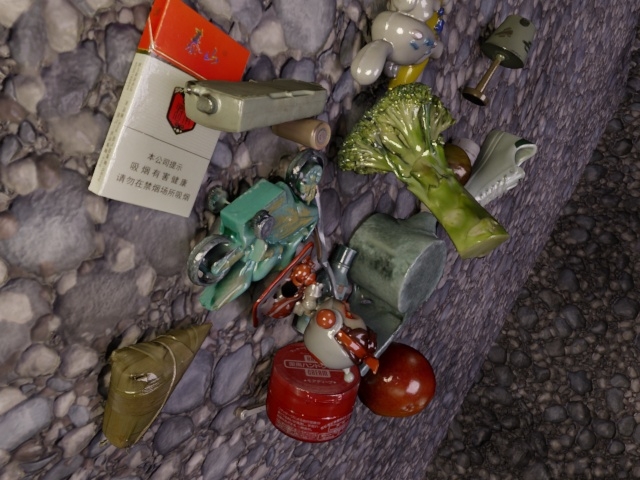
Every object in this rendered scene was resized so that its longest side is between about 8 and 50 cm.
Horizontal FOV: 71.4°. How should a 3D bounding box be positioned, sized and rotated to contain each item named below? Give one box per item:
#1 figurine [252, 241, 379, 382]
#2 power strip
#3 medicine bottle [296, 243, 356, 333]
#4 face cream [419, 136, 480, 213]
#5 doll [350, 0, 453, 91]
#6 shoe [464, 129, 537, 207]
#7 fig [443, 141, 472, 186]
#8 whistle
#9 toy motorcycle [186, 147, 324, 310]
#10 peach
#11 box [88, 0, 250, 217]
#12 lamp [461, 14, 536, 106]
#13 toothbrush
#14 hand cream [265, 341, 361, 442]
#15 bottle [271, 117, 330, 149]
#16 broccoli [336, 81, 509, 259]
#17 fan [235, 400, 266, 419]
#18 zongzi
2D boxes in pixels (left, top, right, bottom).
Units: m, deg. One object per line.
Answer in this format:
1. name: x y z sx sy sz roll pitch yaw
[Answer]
1. figurine: 0.014 0.152 0.796 0.160 0.226 0.183 -47 170 -21
2. power strip: -0.070 -0.194 0.615 0.286 0.080 0.048 -39 148 -57
3. medicine bottle: 0.018 0.111 0.975 0.090 0.053 0.208 24 90 -51
4. face cream: 0.337 -0.146 1.207 0.269 0.082 0.082 -61 145 -4
5. doll: 0.162 -0.382 0.810 0.252 0.111 0.237 -15 131 -59
6. shoe: 0.532 -0.176 1.371 0.363 0.160 0.132 -57 142 -12
7. fig: 0.238 -0.170 1.049 0.245 0.149 0.149 2 111 -26
8. whistle: 0.150 0.116 1.055 0.188 0.168 0.405 1 114 -51
9. toy motorcycle: -0.094 -0.014 0.728 0.296 0.109 0.198 -44 150 -30
10. peach: 0.206 0.401 1.277 0.243 0.199 0.243 -7 137 -7
11. box: -0.186 -0.158 0.567 0.139 0.035 0.245 18 97 -55
12. lamp: 0.455 -0.455 1.140 0.121 0.121 0.215 19 104 -55
13. toothbrush: 0.000 0.000 0.864 0.037 0.028 0.375 -23 119 -26
14. hand cream: -0.017 0.314 0.939 0.193 0.193 0.125 -7 115 -50
15. bottle: -0.032 -0.175 0.699 0.045 0.096 0.045 -31 134 -38
16. broccoli: 0.180 -0.121 0.805 0.252 0.361 0.221 33 116 -31
17. fan: -0.088 0.362 1.024 0.282 0.023 0.057 10 104 -55
18. zongzi: -0.248 0.229 0.698 0.178 0.081 0.189 -18 131 -58
